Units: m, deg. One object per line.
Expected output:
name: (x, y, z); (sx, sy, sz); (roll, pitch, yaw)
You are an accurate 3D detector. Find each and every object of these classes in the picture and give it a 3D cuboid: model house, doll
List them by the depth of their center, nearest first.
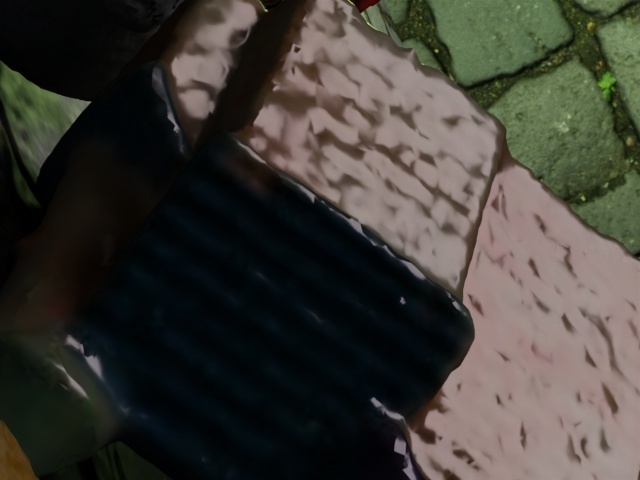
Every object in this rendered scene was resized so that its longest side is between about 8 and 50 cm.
model house: (-0.017, 0.086, 0.707); (0.312, 0.245, 0.280); (36, 50, -18)
doll: (-0.152, -0.231, 0.800); (0.340, 0.158, 0.246); (64, -2, -2)

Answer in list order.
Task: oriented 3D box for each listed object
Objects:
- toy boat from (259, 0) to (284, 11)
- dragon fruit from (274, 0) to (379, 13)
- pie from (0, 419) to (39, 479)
toy boat: (-0.027, -0.177, 1.440); (0.089, 0.121, 0.321); (-73, 139, -66)
dragon fruit: (0.012, -0.331, 1.669); (0.189, 0.163, 0.262); (111, 5, -52)
pie: (-0.129, 0.123, 0.374); (0.339, 0.083, 0.339); (-24, 90, -82)
